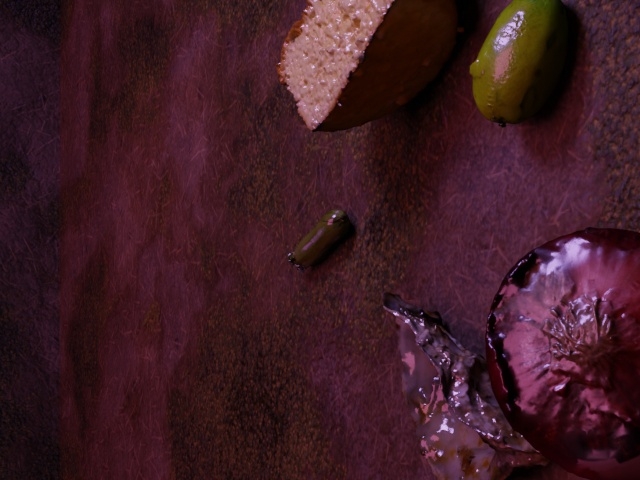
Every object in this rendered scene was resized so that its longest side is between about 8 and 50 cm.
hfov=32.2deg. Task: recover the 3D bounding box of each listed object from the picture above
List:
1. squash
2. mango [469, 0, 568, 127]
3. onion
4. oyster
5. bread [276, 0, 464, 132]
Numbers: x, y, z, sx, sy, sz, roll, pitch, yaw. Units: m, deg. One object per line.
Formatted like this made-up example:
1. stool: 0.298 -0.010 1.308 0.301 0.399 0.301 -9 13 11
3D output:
1. squash: 0.000 0.000 1.856 0.183 0.052 0.052 -48 47 51
2. mango: 0.246 -0.230 1.379 0.119 0.100 0.178 45 119 56
3. onion: 0.319 0.119 1.172 0.272 0.195 0.271 -5 79 25
4. oyster: 0.188 0.226 1.473 0.396 0.111 0.204 -131 33 -50
5. bread: 0.091 -0.303 1.585 0.340 0.179 0.194 -56 44 40
